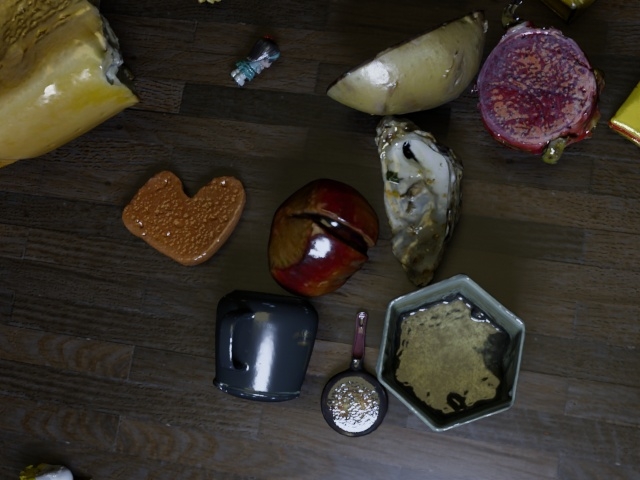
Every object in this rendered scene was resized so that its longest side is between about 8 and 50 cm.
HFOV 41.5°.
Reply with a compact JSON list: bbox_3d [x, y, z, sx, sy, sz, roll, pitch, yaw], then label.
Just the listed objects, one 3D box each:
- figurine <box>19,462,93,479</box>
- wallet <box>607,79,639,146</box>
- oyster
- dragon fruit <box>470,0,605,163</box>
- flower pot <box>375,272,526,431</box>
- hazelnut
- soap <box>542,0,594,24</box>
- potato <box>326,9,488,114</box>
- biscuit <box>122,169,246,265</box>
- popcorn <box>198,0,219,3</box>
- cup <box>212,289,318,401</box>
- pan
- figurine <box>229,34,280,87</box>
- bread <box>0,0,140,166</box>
[{"bbox_3d":[-0.474,0.471,1.443,0.130,0.109,0.178,23,87,-9],"label":"figurine"},{"bbox_3d":[0.606,-0.253,1.409,0.141,0.067,0.241,37,92,9],"label":"wallet"},{"bbox_3d":[0.167,-0.069,1.443,0.166,0.094,0.294,2,89,31],"label":"oyster"},{"bbox_3d":[0.366,-0.252,1.416,0.211,0.147,0.282,-17,74,16],"label":"dragon fruit"},{"bbox_3d":[0.203,0.179,1.327,0.209,0.189,0.239,8,82,10],"label":"flower pot"},{"bbox_3d":[0.000,0.000,1.417,0.178,0.178,0.204,24,83,13],"label":"hazelnut"},{"bbox_3d":[0.397,-0.556,1.480,0.204,0.096,0.324,-43,76,0],"label":"soap"},{"bbox_3d":[0.157,-0.269,1.405,0.299,0.239,0.116,-26,96,-23],"label":"potato"},{"bbox_3d":[-0.241,-0.058,1.526,0.192,0.036,0.186,31,83,14],"label":"biscuit"},{"bbox_3d":[-0.214,-0.486,1.592,0.083,0.057,0.082,-10,77,10],"label":"popcorn"},{"bbox_3d":[-0.106,0.171,1.369,0.169,0.223,0.176,10,90,24],"label":"cup"},{"bbox_3d":[0.062,0.224,1.420,0.115,0.040,0.212,6,81,5],"label":"pan"},{"bbox_3d":[-0.122,-0.332,1.556,0.106,0.047,0.060,-40,40,8],"label":"figurine"},{"bbox_3d":[-0.537,-0.322,1.526,0.394,0.250,0.361,-29,74,7],"label":"bread"}]
